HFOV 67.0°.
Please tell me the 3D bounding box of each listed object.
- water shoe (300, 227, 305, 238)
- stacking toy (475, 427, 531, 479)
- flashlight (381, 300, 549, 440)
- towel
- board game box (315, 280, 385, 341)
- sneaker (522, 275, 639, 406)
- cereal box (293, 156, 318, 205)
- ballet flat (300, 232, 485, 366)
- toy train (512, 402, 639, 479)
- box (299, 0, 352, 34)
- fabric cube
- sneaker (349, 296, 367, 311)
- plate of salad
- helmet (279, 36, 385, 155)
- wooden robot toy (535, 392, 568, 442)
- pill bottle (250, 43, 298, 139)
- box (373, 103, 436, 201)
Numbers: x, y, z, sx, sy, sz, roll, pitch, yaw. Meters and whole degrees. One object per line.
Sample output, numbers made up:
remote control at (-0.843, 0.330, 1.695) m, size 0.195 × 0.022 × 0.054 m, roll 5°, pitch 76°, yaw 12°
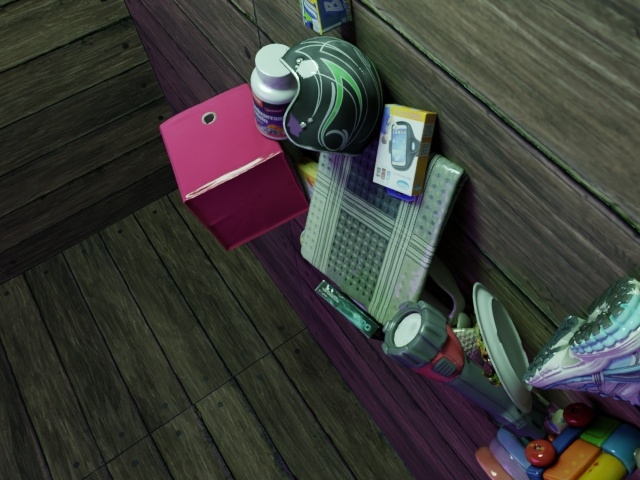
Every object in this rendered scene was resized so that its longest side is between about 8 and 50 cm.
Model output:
water shoe at (0.000, 0.000, 1.267) m, size 0.080 × 0.073 × 0.203 m, roll 32°, pitch 166°, yaw 10°
stacking toy at (0.471, 0.490, 0.926) m, size 0.279 × 0.130 × 0.309 m, roll 36°, pitch -172°, yaw -45°
flashlight at (0.237, 0.211, 0.779) m, size 0.304 × 0.103 × 0.103 m, roll 35°, pitch 154°, yaw -22°
towel at (0.090, -0.037, 0.849) m, size 0.312 × 0.056 × 0.324 m, roll 39°, pitch 127°, yaw 39°
board game box at (0.066, 0.135, 0.893) m, size 0.126 × 0.026 × 0.186 m, roll 39°, pitch 179°, yaw 21°
sneaker at (0.339, 0.153, 0.576) m, size 0.122 × 0.110 × 0.283 m, roll 38°, pitch 165°, yaw 19°
cereal box at (0.022, -0.080, 1.220) m, size 0.173 × 0.047 × 0.240 m, roll 39°, pitch 156°, yaw 53°
ballet flat at (0.145, 0.056, 0.965) m, size 0.483 × 0.164 × 0.182 m, roll 41°, pitch 137°, yaw 34°
toy train at (0.347, 0.336, 0.644) m, size 0.105 × 0.248 × 0.143 m, roll 60°, pitch 160°, yaw -7°
box at (-0.003, -0.383, 0.670) m, size 0.054 × 0.059 × 0.168 m, roll 48°, pitch 163°, yaw 39°
fabric cube at (-0.213, -0.179, 1.220) m, size 0.259 × 0.254 × 0.258 m, roll 65°, pitch 179°, yaw -59°
sneaker at (0.171, 0.194, 1.183) m, size 0.169 × 0.108 × 0.292 m, roll 65°, pitch 163°, yaw -13°
plate of salad at (0.266, 0.160, 0.729) m, size 0.200 × 0.048 × 0.199 m, roll 41°, pitch -145°, yaw -39°
helmet at (0.014, -0.222, 0.738) m, size 0.169 × 0.170 × 0.161 m, roll 37°, pitch 119°, yaw 53°
wooden robot toy at (0.402, 0.342, 0.799) m, size 0.173 × 0.079 × 0.076 m, roll 50°, pitch 163°, yaw 26°
pill bottle at (-0.088, -0.305, 1.001) m, size 0.108 × 0.108 × 0.193 m, roll 53°, pitch 165°, yaw 17°
box at (0.121, -0.127, 0.718) m, size 0.081 × 0.028 × 0.136 m, roll 29°, pitch 120°, yaw 45°
